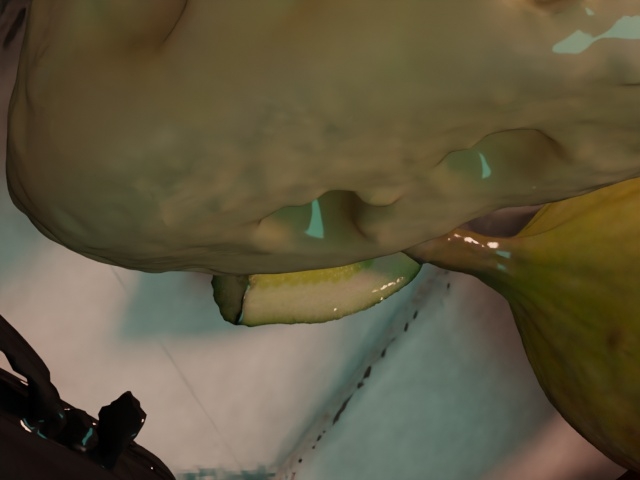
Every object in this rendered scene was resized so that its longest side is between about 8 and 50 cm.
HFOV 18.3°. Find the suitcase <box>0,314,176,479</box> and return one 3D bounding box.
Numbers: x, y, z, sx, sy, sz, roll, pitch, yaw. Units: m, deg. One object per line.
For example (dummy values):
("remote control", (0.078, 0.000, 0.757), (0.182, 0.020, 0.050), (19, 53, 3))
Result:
("suitcase", (-0.210, 0.148, 0.623), (0.339, 0.188, 0.345), (-45, 130, 10))

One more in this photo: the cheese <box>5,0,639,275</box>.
("cheese", (0.009, -0.071, 0.687), (0.248, 0.251, 0.173), (-52, 165, 8))

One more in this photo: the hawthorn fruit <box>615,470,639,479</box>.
("hawthorn fruit", (0.196, 0.221, 0.954), (0.262, 0.258, 0.258), (1, 110, -21))

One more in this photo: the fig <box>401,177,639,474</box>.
("fig", (0.139, 0.010, 0.881), (0.143, 0.160, 0.231), (-38, 121, 13))

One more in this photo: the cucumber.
("cucumber", (0.000, 0.000, 0.846), (0.107, 0.035, 0.067), (-1, 102, -43))
